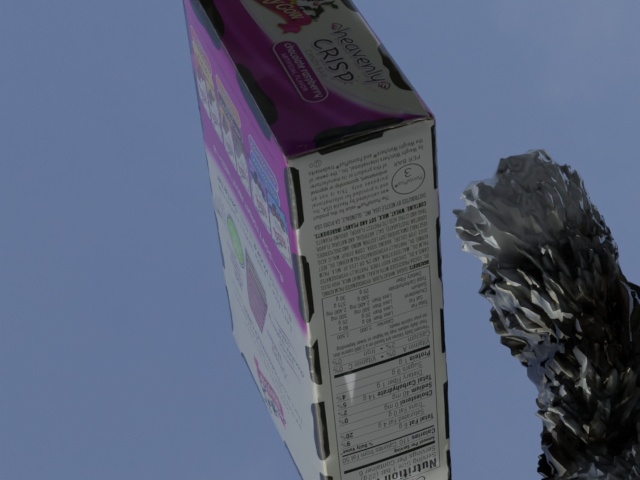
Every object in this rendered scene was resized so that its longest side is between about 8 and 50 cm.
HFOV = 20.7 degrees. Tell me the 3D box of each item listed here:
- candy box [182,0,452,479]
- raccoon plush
[{"bbox_3d":[0.000,0.000,0.829,0.071,0.233,0.159,-16,-138,-12],"label":"candy box"},{"bbox_3d":[0.240,0.155,0.856,0.216,0.299,0.446,-38,-75,-40],"label":"raccoon plush"}]
